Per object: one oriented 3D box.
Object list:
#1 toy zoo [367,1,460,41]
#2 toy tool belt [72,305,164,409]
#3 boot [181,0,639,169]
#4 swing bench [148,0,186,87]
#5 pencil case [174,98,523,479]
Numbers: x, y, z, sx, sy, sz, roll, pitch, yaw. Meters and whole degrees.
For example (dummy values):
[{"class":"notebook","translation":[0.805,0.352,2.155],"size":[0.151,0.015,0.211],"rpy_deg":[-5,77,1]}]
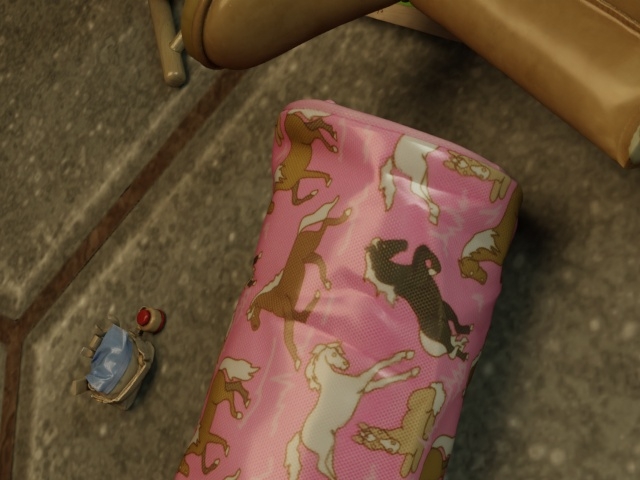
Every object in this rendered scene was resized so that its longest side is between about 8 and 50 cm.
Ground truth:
[{"class":"toy zoo","translation":[0.068,-0.298,0.889],"size":[0.192,0.030,0.293],"rpy_deg":[26,112,47]},{"class":"toy tool belt","translation":[-0.156,0.085,0.991],"size":[0.052,0.051,0.083],"rpy_deg":[20,86,47]},{"class":"boot","translation":[0.083,-0.126,0.737],"size":[0.236,0.089,0.269],"rpy_deg":[-43,60,-9]},{"class":"swing bench","translation":[-0.206,-0.298,1.072],"size":[0.165,0.253,0.254],"rpy_deg":[-51,45,14]},{"class":"pencil case","translation":[-0.007,0.111,0.761],"size":[0.160,0.167,0.386],"rpy_deg":[109,-179,-84]}]
